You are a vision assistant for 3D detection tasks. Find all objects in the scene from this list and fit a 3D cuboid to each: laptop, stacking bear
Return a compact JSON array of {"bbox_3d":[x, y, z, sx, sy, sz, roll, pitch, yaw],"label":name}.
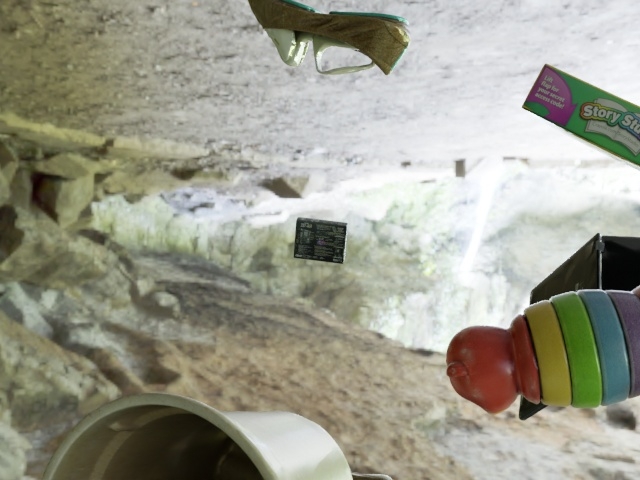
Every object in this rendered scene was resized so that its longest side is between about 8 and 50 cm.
[{"bbox_3d":[0.653,0.195,1.508,0.236,0.382,0.408,27,138,-6],"label":"laptop"},{"bbox_3d":[0.311,0.154,0.927,0.289,0.164,0.175,-10,-173,9],"label":"stacking bear"}]

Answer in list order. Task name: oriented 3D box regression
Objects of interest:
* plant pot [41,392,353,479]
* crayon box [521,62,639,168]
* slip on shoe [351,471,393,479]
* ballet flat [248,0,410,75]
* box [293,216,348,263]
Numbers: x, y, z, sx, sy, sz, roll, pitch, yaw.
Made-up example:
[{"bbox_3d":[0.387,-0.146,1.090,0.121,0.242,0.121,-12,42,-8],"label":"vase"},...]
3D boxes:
[{"bbox_3d":[-0.112,0.337,0.850,0.334,0.334,0.305,1,176,23],"label":"plant pot"},{"bbox_3d":[0.607,-0.213,1.401,0.363,0.106,0.313,32,-163,19],"label":"crayon box"},{"bbox_3d":[0.049,0.395,1.103,0.135,0.051,0.041,-4,-173,22],"label":"slip on shoe"},{"bbox_3d":[-0.001,-0.372,1.288,0.342,0.124,0.116,19,-170,21],"label":"ballet flat"},{"bbox_3d":[0.000,0.000,1.135,0.083,0.067,0.018,6,-159,6],"label":"box"}]
